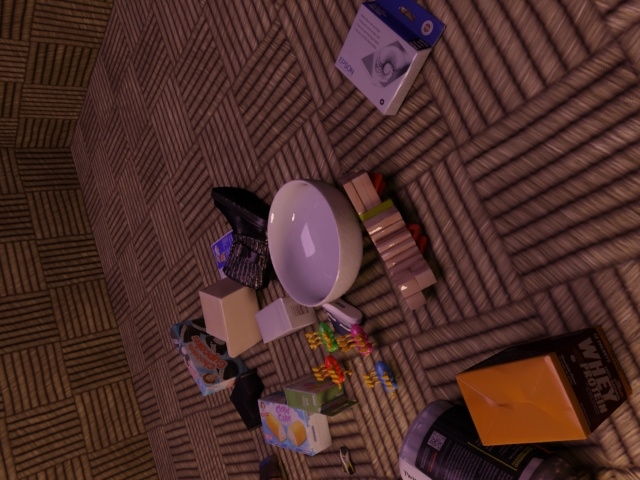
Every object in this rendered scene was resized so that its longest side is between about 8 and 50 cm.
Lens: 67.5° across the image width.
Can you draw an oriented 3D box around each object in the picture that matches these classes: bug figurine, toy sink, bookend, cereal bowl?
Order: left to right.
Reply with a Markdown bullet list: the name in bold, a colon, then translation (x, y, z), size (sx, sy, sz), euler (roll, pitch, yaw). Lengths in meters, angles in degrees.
- **toy sink**: translation (-0.312, 0.261, 1.673), size (0.131, 0.153, 0.233), euler (11, 117, 39)
- **bookend**: translation (-0.251, 0.587, 1.767), size (0.156, 0.073, 0.157), euler (48, 130, 32)
- **cereal bowl**: translation (0.000, 0.000, 1.285), size (0.339, 0.141, 0.338), euler (16, 110, 51)
- **bug figurine**: translation (0.084, 0.317, 1.284), size (0.279, 0.072, 0.216), euler (-8, 111, 46)

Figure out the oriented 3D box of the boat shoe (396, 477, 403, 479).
- **boat shoe**: translation (0.237, 0.680, 1.219), size (0.152, 0.056, 0.049), euler (43, 133, 36)

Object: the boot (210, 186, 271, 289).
- **boot**: translation (-0.274, -0.016, 1.609), size (0.348, 0.131, 0.259), euler (36, 120, 39)

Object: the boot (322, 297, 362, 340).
- **boot**: translation (0.035, 0.203, 1.349), size (0.190, 0.069, 0.085), euler (35, 128, 38)

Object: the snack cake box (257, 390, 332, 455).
- **snack cake box**: translation (-0.089, 0.589, 1.563), size (0.265, 0.089, 0.152), euler (-16, 86, 50)

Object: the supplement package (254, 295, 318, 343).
- **supplement package**: translation (-0.111, 0.242, 1.502), size (0.179, 0.105, 0.105), euler (-36, 70, 47)

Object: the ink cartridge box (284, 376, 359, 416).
- **ink cartridge box**: translation (0.000, 0.457, 1.412), size (0.209, 0.109, 0.062), euler (-11, 90, 51)

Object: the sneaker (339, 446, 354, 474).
- **sneaker**: translation (0.071, 0.659, 1.430), size (0.035, 0.031, 0.083), euler (-32, 73, 49)

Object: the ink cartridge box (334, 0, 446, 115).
- **ink cartridge box**: translation (0.147, -0.443, 1.098), size (0.223, 0.045, 0.223), euler (53, 133, 29)

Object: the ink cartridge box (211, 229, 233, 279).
- **ink cartridge box**: translation (-0.310, 0.075, 1.749), size (0.208, 0.045, 0.206), euler (-30, 75, 47)

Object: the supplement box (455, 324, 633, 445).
- **supplement box**: translation (0.388, 0.253, 0.839), size (0.191, 0.194, 0.128), euler (-34, 71, 48)

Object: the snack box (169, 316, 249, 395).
- **snack box**: translation (-0.436, 0.438, 1.866), size (0.322, 0.187, 0.060), euler (47, 130, 33)

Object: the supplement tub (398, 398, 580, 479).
- **supplement tub**: translation (0.341, 0.472, 0.933), size (0.338, 0.207, 0.206), euler (17, 110, 48)

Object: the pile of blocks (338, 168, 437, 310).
- **pile of blocks**: translation (0.174, -0.022, 1.131), size (0.113, 0.149, 0.361), euler (-28, 83, 5)

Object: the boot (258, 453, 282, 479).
- **boot**: translation (-0.192, 0.876, 1.777), size (0.219, 0.082, 0.106), euler (123, 146, -45)
